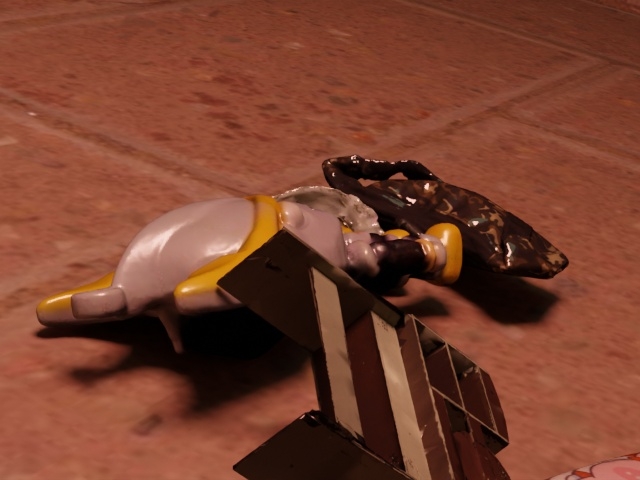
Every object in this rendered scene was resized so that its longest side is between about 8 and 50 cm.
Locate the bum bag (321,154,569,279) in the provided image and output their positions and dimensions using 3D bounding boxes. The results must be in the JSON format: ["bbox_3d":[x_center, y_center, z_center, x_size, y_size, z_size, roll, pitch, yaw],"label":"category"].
[{"bbox_3d":[0.101,-0.014,1.013,0.102,0.069,0.248,32,0,-45],"label":"bum bag"}]

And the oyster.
[{"bbox_3d":[-0.001,0.000,0.991,0.098,0.037,0.100,-20,55,-22],"label":"oyster"}]

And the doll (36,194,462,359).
[{"bbox_3d":[-0.027,0.022,0.825,0.316,0.103,0.145,-4,22,-45],"label":"doll"}]

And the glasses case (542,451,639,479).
[{"bbox_3d":[0.141,0.141,0.523,0.103,0.067,0.267,33,17,31],"label":"glasses case"}]

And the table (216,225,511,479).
[{"bbox_3d":[0.030,0.095,0.665,0.175,0.062,0.146,39,23,-29],"label":"table"}]
